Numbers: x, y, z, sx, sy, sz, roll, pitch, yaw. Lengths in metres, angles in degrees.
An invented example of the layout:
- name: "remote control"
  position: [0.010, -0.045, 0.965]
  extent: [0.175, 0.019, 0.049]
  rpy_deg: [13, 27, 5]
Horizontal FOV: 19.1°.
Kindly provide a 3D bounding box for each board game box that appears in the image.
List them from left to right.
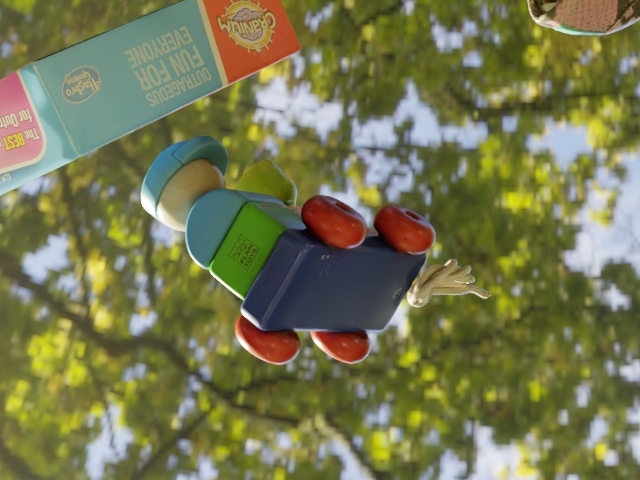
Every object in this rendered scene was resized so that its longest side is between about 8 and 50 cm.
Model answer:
- name: "board game box"
  position: [-0.202, -0.074, 1.296]
  extent: [0.316, 0.242, 0.064]
  rpy_deg: [-21, -83, 40]

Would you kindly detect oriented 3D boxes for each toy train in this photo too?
- name: "toy train"
  position: [0.000, 0.000, 1.242]
  extent: [0.143, 0.248, 0.105]
  rpy_deg: [38, -73, 27]

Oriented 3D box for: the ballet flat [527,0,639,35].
- name: "ballet flat"
  position: [0.115, -0.211, 0.944]
  extent: [0.077, 0.079, 0.221]
  rpy_deg: [-5, -85, 51]
